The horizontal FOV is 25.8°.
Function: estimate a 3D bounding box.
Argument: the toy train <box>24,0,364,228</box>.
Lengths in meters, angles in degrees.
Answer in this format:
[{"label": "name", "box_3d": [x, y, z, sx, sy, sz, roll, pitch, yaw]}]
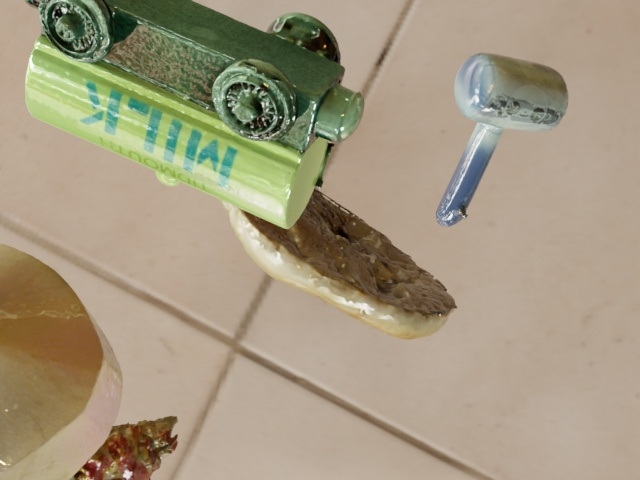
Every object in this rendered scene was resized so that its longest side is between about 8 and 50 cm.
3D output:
[{"label": "toy train", "box_3d": [-0.095, -0.101, 0.968, 0.253, 0.157, 0.105, 23, 42, 11]}]

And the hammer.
[{"label": "hammer", "box_3d": [0.165, -0.093, 1.398, 0.116, 0.069, 0.194, 7, 121, -29]}]

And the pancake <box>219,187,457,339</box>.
[{"label": "pancake", "box_3d": [0.001, 0.001, 1.775, 0.387, 0.387, 0.082, 34, 102, -15]}]

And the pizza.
[{"label": "pizza", "box_3d": [-0.240, 0.274, 1.665, 0.199, 0.062, 0.188, -33, 140, -26]}]

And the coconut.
[{"label": "coconut", "box_3d": [-0.316, 0.125, 1.283, 0.259, 0.259, 0.259, 1, 88, -19]}]
